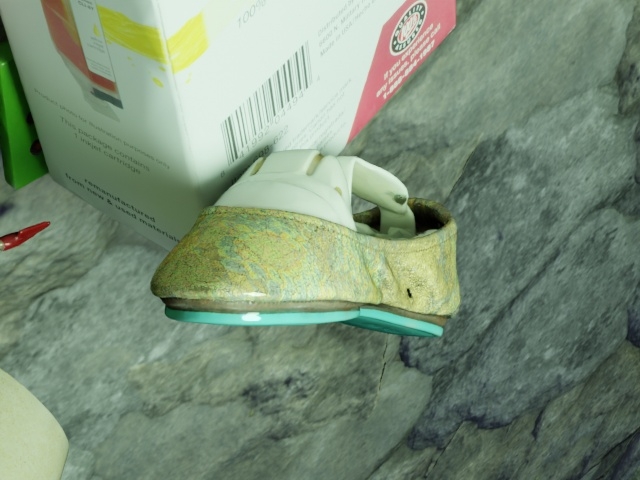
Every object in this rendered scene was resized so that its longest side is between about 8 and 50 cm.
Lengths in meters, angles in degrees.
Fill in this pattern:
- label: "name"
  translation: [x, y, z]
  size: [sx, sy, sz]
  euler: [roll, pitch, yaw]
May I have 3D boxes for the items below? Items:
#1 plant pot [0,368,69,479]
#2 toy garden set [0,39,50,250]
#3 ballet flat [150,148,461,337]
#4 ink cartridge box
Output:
- label: "plant pot"
  translation: [-0.306, 0.212, 1.137]
  size: [0.274, 0.256, 0.256]
  euler: [-53, 155, -27]
- label: "toy garden set"
  translation: [-0.279, -0.014, 1.075]
  size: [0.244, 0.049, 0.204]
  euler: [-32, 143, -31]
- label: "ballet flat"
  translation: [0.000, 0.000, 1.026]
  size: [0.123, 0.123, 0.348]
  euler: [-56, 158, 11]
- label: "ink cartridge box"
  translation: [-0.056, -0.211, 0.995]
  size: [0.279, 0.160, 0.384]
  euler: [-47, 153, -27]
